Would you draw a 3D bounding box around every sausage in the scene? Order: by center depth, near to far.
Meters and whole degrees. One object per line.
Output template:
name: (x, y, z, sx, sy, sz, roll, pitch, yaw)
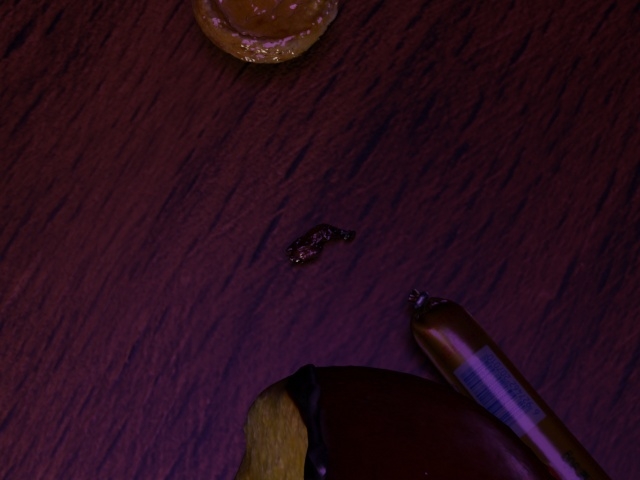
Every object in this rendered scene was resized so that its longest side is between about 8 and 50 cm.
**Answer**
sausage: (0.212, 0.194, 1.090, 0.082, 0.082, 0.371, -37, 75, -13)

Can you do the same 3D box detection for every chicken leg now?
chicken leg: (-0.002, -0.001, 1.181, 0.083, 0.021, 0.036, -27, 64, -15)

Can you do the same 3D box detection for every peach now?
peach: (0.053, 0.305, 0.921, 0.353, 0.339, 0.416, -25, 66, -44)

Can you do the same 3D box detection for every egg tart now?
egg tart: (-0.065, -0.293, 1.253, 0.191, 0.074, 0.191, 0, 72, -1)
